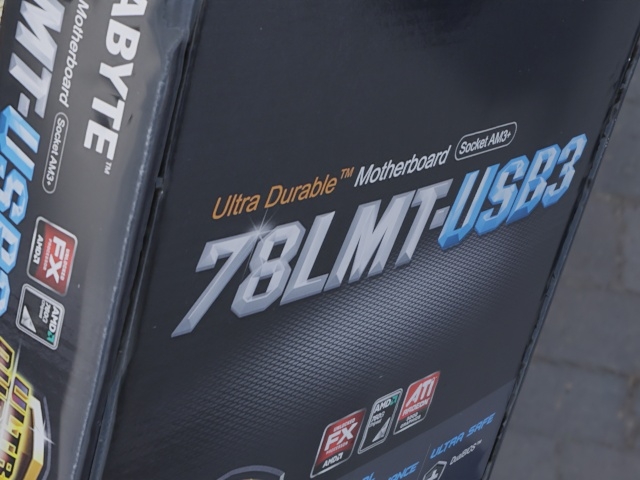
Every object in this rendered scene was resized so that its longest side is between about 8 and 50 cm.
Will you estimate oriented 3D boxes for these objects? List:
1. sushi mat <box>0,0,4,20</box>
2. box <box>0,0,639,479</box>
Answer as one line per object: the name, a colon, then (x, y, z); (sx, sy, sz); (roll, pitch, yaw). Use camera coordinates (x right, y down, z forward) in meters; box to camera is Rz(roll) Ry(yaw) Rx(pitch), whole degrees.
sushi mat: (-0.094, -0.176, 0.960); (0.316, 0.151, 0.019); (-26, 143, 17)
box: (0.000, 0.000, 0.596); (0.073, 0.295, 0.293); (29, 115, 27)
